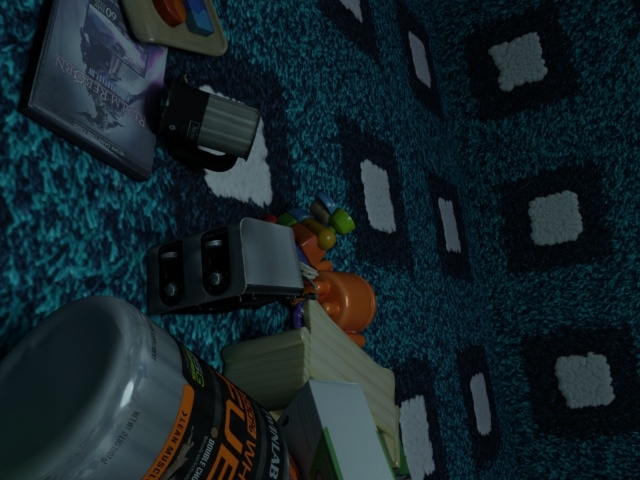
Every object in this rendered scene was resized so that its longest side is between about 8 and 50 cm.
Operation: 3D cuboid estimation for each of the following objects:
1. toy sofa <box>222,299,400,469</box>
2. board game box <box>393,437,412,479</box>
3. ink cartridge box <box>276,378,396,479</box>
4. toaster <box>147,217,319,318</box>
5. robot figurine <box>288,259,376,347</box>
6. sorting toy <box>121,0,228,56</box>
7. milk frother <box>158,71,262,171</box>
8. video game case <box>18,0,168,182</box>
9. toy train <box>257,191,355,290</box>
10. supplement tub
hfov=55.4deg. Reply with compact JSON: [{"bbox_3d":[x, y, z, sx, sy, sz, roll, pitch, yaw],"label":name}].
[{"bbox_3d":[-0.003,0.258,1.023,0.362,0.150,0.177,47,34,-45],"label":"toy sofa"},{"bbox_3d":[0.172,0.539,1.207,0.317,0.046,0.213,-6,83,-88],"label":"board game box"},{"bbox_3d":[-0.011,0.316,0.809,0.092,0.219,0.160,14,35,-31],"label":"ink cartridge box"},{"bbox_3d":[-0.125,0.045,0.862,0.185,0.168,0.110,12,68,-60],"label":"toaster"},{"bbox_3d":[0.028,0.119,1.168,0.219,0.158,0.128,11,103,-60],"label":"robot figurine"},{"bbox_3d":[-0.252,-0.445,0.944,0.229,0.041,0.307,-28,99,-65],"label":"sorting toy"},{"bbox_3d":[-0.163,-0.191,0.920,0.134,0.129,0.143,17,62,-14],"label":"milk frother"},{"bbox_3d":[-0.292,-0.241,0.829,0.196,0.026,0.274,36,47,-52],"label":"video game case"},{"bbox_3d":[0.000,0.000,1.022,0.105,0.143,0.248,60,-12,-29],"label":"toy train"},{"bbox_3d":[-0.170,0.227,0.651,0.338,0.207,0.207,51,36,-41],"label":"supplement tub"}]
